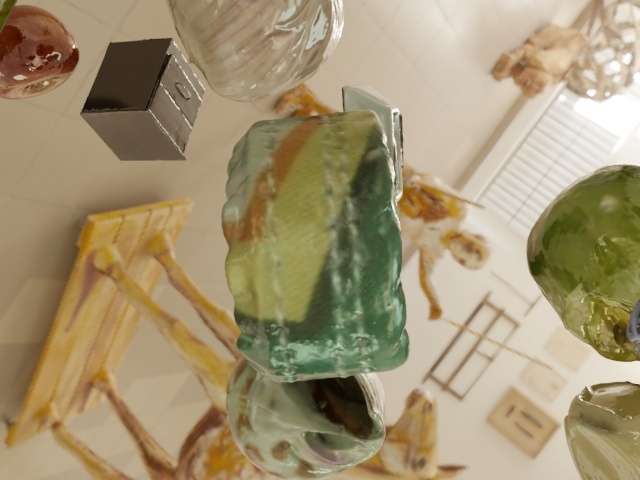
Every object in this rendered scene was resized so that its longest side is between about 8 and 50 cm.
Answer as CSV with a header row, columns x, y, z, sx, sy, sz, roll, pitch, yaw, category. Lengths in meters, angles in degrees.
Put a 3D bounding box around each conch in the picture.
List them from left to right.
x,y,z,sx,sy,sz,roll,pitch,yaw,category
-0.034,0.253,1.211,0.197,0.368,0.249,-19,115,-57,conch

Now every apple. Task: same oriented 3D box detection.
x,y,z,sx,sy,sz,roll,pitch,yaw,category
-0.565,-0.360,1.436,0.201,0.162,0.201,-25,-177,2,apple

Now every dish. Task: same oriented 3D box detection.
x,y,z,sx,sy,sz,roll,pitch,yaw,category
0.099,-0.148,1.312,0.182,0.080,0.243,-38,125,-71,dish

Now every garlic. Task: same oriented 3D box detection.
x,y,z,sx,sy,sz,roll,pitch,yaw,category
-0.092,-0.361,1.145,0.259,0.317,0.317,-44,164,21,garlic

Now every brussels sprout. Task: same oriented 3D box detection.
x,y,z,sx,sy,sz,roll,pitch,yaw,category
0.455,0.046,1.153,0.268,0.344,0.344,-11,162,9,brussels sprout

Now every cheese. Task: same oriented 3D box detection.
x,y,z,sx,sy,sz,roll,pitch,yaw,category
0.482,0.333,1.142,0.127,0.233,0.266,-23,-171,-14,cheese

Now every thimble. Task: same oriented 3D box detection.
x,y,z,sx,sy,sz,roll,pitch,yaw,category
0.000,0.000,0.784,0.288,0.167,0.254,-90,174,-53,thimble

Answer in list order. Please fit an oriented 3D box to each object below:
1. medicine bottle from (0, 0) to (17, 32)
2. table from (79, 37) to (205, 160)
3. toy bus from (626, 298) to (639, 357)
x,y,z,sx,sy,sz,roll,pitch,yaw,category
-0.589,-0.403,1.173,0.384,0.224,0.224,-48,164,27,medicine bottle
-0.360,-0.293,1.600,0.169,0.173,0.193,60,37,-55,table
0.407,0.108,0.781,0.073,0.167,0.076,-53,170,-33,toy bus
